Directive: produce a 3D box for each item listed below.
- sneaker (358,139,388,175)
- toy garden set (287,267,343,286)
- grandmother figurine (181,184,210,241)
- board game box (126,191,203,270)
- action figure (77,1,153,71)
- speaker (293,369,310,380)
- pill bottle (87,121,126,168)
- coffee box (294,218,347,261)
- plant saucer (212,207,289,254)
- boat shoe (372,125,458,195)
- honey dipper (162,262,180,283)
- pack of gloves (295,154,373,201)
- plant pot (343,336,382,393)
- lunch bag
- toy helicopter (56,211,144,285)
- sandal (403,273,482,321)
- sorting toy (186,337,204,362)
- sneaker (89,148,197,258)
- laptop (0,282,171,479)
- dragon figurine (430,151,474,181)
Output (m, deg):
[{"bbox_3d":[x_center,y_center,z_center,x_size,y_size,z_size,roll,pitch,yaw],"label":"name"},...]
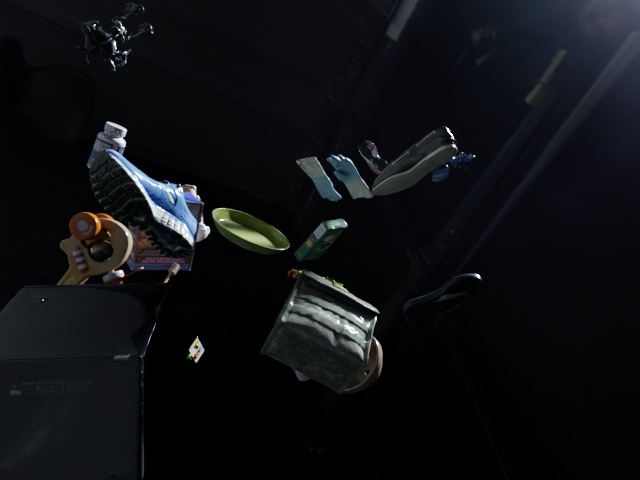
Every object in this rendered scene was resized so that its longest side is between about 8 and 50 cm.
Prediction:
[{"bbox_3d":[0.216,-0.338,1.974,0.178,0.072,0.077,61,-10,21],"label":"sneaker"},{"bbox_3d":[-0.019,0.169,2.128,0.244,0.204,0.049,16,89,-73],"label":"toy garden set"},{"bbox_3d":[-0.586,-0.112,2.182,0.342,0.104,0.207,-118,-175,-47],"label":"grandmother figurine"},{"bbox_3d":[-0.616,-0.042,1.828,0.141,0.232,0.291,34,-66,48],"label":"board game box"},{"bbox_3d":[-0.659,-0.632,1.470,0.141,0.164,0.275,-4,-140,44],"label":"action figure"},{"bbox_3d":[-0.066,0.344,1.364,0.055,0.136,0.055,-17,-151,9],"label":"speaker"},{"bbox_3d":[-0.735,-0.319,1.624,0.169,0.094,0.094,-65,-159,11],"label":"pill bottle"},{"bbox_3d":[0.000,0.000,1.627,0.184,0.113,0.040,-49,-115,35],"label":"coffee box"},{"bbox_3d":[-0.206,-0.021,1.356,0.037,0.241,0.241,-62,-159,14],"label":"plant saucer"},{"bbox_3d":[0.306,-0.260,1.571,0.335,0.112,0.095,-30,-121,38],"label":"boat shoe"},{"bbox_3d":[-0.556,0.148,1.674,0.030,0.030,0.160,-48,-168,47],"label":"honey dipper"},{"bbox_3d":[0.046,-0.200,1.619,0.195,0.232,0.046,-6,-128,32],"label":"pack of gloves"},{"bbox_3d":[0.149,0.477,1.765,0.237,0.110,0.237,-31,-147,23],"label":"plant pot"},{"bbox_3d":[0.016,0.205,1.218,0.169,0.235,0.287,-60,-177,35],"label":"lunch bag"},{"bbox_3d":[-0.714,0.096,1.435,0.355,0.235,0.140,-50,-178,-1],"label":"toy helicopter"},{"bbox_3d":[0.378,0.186,1.419,0.254,0.097,0.054,-28,-149,8],"label":"sandal"},{"bbox_3d":[-0.391,0.351,1.460,0.083,0.012,0.062,-64,145,-56],"label":"sorting toy"},{"bbox_3d":[-0.433,-0.102,1.181,0.130,0.330,0.147,-18,-139,21],"label":"sneaker"},{"bbox_3d":[-0.566,0.308,1.079,0.236,0.382,0.407,115,-26,-86],"label":"laptop"},{"bbox_3d":[0.442,-0.282,1.800,0.289,0.085,0.144,-30,-131,32],"label":"dragon figurine"}]
